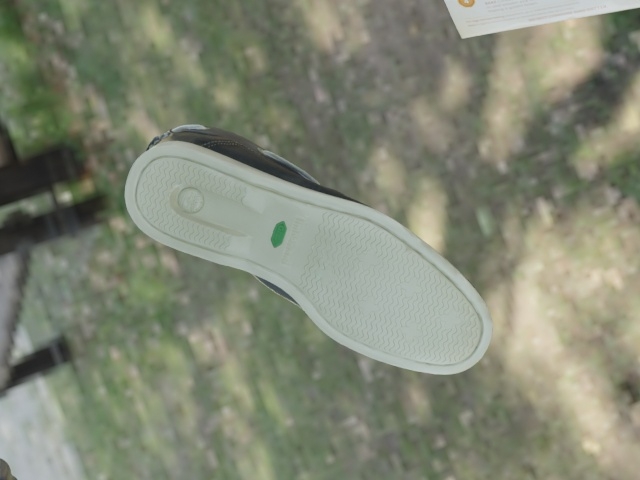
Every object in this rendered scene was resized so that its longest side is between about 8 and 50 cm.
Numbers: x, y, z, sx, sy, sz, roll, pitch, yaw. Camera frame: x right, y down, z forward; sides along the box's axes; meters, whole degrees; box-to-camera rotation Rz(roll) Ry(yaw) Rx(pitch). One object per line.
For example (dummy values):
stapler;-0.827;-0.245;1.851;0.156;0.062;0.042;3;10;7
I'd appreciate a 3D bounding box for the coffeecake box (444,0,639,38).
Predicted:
coffeecake box;0.122;-0.215;1.130;0.185;0.142;0.068;61;-149;-42

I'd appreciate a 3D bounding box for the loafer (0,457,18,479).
loafer;-0.174;0.189;0.975;0.095;0.109;0.302;60;180;-10

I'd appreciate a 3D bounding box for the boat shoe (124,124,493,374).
boat shoe;0.000;0.000;1.164;0.233;0.079;0.084;28;107;0
